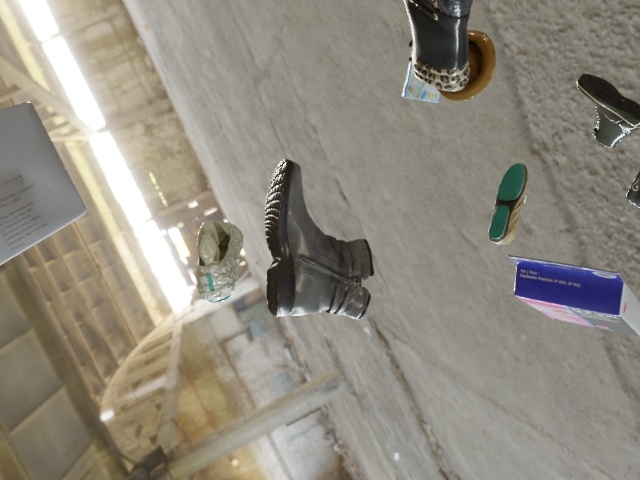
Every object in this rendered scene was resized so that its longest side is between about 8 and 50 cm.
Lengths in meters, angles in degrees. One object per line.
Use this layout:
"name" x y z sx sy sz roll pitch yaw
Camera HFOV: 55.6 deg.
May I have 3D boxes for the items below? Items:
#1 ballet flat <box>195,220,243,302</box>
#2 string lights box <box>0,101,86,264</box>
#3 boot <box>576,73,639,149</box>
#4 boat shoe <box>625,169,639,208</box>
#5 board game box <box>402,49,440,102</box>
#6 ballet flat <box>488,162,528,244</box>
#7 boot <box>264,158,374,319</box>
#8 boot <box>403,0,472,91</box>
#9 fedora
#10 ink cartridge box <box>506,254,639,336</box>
"ballet flat" -0.299 0.019 1.759 0.409 0.147 0.147 -108 -2 -60
"string lights box" -0.287 0.008 0.349 0.133 0.259 0.077 -60 -47 -64
"boot" 0.714 -0.323 1.555 0.198 0.077 0.137 42 153 10
"boat shoe" 0.385 -0.132 0.626 0.076 0.080 0.229 27 108 40
"board game box" 0.295 -0.470 1.694 0.026 0.103 0.154 -97 16 -64
"ballet flat" 0.462 -0.085 1.477 0.067 0.206 0.073 26 174 -42
"boot" 0.000 0.000 1.302 0.118 0.222 0.338 -178 90 -71
"boot" 0.232 -0.538 1.386 0.377 0.138 0.284 55 167 41
"fedora" 0.387 -0.450 1.588 0.079 0.194 0.194 12 -142 -48
"ink cartridge box" 0.470 0.105 1.099 0.175 0.069 0.371 10 169 36
